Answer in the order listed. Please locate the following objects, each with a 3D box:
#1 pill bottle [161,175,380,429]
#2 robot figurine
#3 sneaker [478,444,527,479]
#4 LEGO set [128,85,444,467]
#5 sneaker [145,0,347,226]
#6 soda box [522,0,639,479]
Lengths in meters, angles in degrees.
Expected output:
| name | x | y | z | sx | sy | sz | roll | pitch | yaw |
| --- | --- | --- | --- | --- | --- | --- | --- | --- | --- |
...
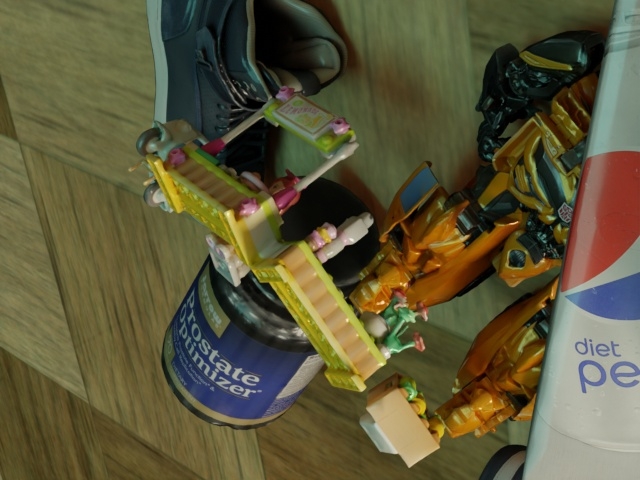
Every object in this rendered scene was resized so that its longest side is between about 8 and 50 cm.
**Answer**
| name | x | y | z | sx | sy | sz | roll | pitch | yaw |
| --- | --- | --- | --- | --- | --- | --- | --- | --- | --- |
| pill bottle | -0.037 | 0.048 | 1.081 | 0.123 | 0.123 | 0.219 | 52 | 144 | 14 |
| robot figurine | 0.131 | 0.009 | 0.856 | 0.211 | 0.085 | 0.291 | 53 | 147 | 10 |
| sneaker | 0.171 | 0.271 | 0.987 | 0.153 | 0.099 | 0.282 | 17 | 121 | 41 |
| LEGO set | 0.000 | 0.000 | 0.897 | 0.287 | 0.107 | 0.132 | 44 | 161 | 22 |
| sneaker | -0.051 | -0.091 | 1.028 | 0.163 | 0.086 | 0.226 | 24 | 132 | 47 |
| soda box | 0.167 | -0.015 | 0.677 | 0.091 | 0.098 | 0.286 | 12 | 111 | 10 |
